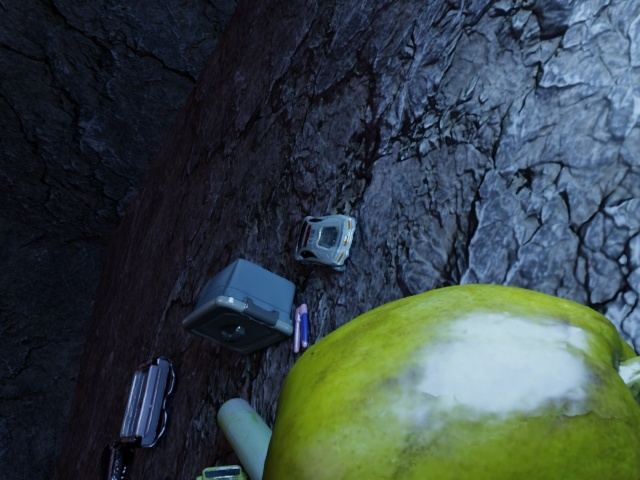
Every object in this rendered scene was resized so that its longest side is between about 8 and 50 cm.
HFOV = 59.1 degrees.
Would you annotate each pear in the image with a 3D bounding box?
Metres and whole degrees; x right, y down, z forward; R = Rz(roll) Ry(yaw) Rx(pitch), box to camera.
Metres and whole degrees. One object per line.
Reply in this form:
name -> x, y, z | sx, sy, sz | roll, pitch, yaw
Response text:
pear -> 0.115, 0.173, 0.463 | 0.375, 0.287, 0.287 | -36, 41, 25

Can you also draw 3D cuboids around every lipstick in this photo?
lipstick -> -0.102, 0.355, 0.950 | 0.304, 0.076, 0.076 | 17, 88, 62

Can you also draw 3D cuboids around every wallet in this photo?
wallet -> -0.654, 0.759, 1.749 | 0.262, 0.072, 0.220 | -44, 42, 47

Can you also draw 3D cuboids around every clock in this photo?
clock -> -0.479, 0.459, 1.581 | 0.186, 0.084, 0.253 | -29, 48, 53

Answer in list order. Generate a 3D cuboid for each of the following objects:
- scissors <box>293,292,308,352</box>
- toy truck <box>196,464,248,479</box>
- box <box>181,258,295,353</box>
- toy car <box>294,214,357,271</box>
scissors -> -0.036, 0.146, 1.028 | 0.039, 0.012, 0.113 | -41, 39, 44
toy truck -> -0.162, 0.464, 0.938 | 0.116, 0.085, 0.191 | -131, 41, -70
box -> -0.157, 0.138, 1.108 | 0.227, 0.162, 0.129 | -32, 36, 52
toy car -> 0.000, 0.000, 1.010 | 0.205, 0.056, 0.095 | 5, 79, 62
